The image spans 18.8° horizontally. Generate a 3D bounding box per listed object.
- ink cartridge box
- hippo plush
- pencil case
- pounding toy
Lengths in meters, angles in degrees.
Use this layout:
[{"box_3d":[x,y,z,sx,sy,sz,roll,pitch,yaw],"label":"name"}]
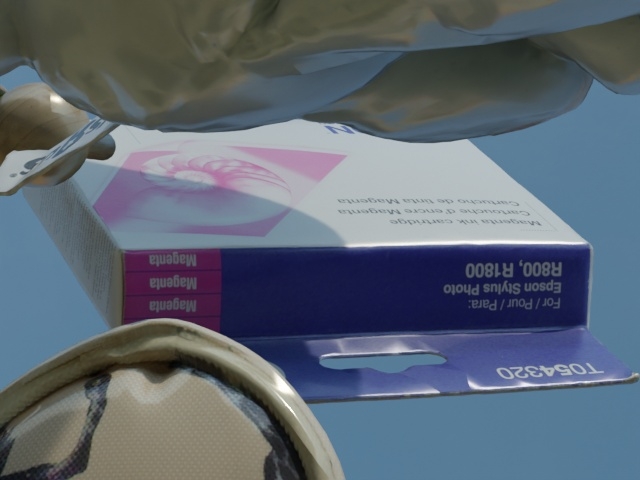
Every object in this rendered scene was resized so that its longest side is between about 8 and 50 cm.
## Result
[{"box_3d":[0.000,0.000,1.270,0.330,0.324,0.071,-135,-132,-58],"label":"ink cartridge box"},{"box_3d":[0.007,-0.154,0.569,0.294,0.234,0.237,-12,-96,26],"label":"hippo plush"},{"box_3d":[-0.055,0.182,0.830,0.159,0.410,0.184,-13,-115,-2],"label":"pencil case"},{"box_3d":[-0.237,-0.040,1.010,0.236,0.183,0.110,13,-95,0],"label":"pounding toy"}]
